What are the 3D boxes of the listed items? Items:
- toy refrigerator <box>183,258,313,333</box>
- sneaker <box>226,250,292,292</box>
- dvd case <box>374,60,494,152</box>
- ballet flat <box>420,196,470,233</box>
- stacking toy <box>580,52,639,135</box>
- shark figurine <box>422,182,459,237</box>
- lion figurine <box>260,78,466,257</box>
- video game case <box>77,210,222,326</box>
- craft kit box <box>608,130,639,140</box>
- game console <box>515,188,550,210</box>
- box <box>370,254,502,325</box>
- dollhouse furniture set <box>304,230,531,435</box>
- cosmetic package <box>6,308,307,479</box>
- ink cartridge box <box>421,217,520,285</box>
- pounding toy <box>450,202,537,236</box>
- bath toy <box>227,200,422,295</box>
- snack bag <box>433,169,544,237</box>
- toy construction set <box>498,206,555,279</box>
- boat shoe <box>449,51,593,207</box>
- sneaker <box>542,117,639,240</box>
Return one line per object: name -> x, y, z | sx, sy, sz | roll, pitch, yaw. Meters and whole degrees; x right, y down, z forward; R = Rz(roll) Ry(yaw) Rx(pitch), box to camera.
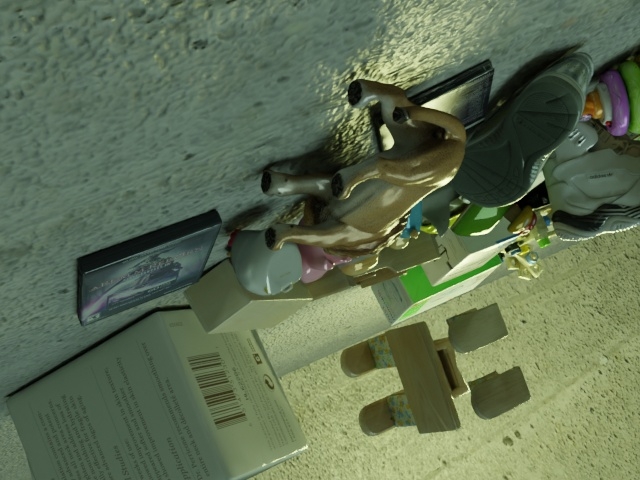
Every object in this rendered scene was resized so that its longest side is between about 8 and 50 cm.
toy refrigerator -> -0.122, 0.093, 1.655 | 0.102, 0.094, 0.269 | -36, 166, 16
sneaker -> -0.088, 0.045, 1.526 | 0.069, 0.084, 0.185 | -29, 168, 15
dvd case -> 0.155, -0.165, 1.286 | 0.164, 0.018, 0.221 | -27, 167, 1
ballet flat -> 0.263, -0.077, 1.767 | 0.077, 0.077, 0.231 | 7, 150, -44
stacking toy -> 0.493, -0.227, 1.476 | 0.301, 0.166, 0.175 | -11, 173, 4
shark figurine -> 0.162, -0.043, 1.603 | 0.278, 0.116, 0.166 | -31, 166, 15
lion figurine -> 0.077, -0.074, 1.174 | 0.240, 0.142, 0.392 | 0, 165, -32
video game case -> -0.250, 0.045, 1.344 | 0.196, 0.026, 0.274 | -21, 168, -20
craft kit box -> 0.609, -0.199, 1.928 | 0.246, 0.061, 0.250 | -27, 168, -10
game console -> 0.623, -0.130, 2.163 | 0.361, 0.044, 0.213 | -18, 177, 44
box -> 0.284, 0.086, 2.372 | 0.262, 0.127, 0.231 | -23, 166, -18
dollhouse furniture set -> 0.147, 0.201, 1.868 | 0.256, 0.394, 0.362 | -16, 176, -37
cosmetic package -> -0.307, 0.353, 1.804 | 0.393, 0.329, 0.327 | -29, 168, 21
ink cartridge box -> 0.318, 0.008, 2.022 | 0.148, 0.086, 0.203 | -20, 165, -23
pounding toy -> 0.334, -0.071, 1.602 | 0.183, 0.110, 0.237 | -42, 170, -47
bath toy -> 0.000, 0.000, 1.450 | 0.348, 0.129, 0.151 | -18, 122, -40
snack bag -> 0.326, -0.056, 2.059 | 0.342, 0.037, 0.323 | -19, 166, -27
toy construction set -> 0.547, -0.012, 2.471 | 0.215, 0.151, 0.328 | -21, 156, -22
boat shoe -> 0.296, -0.155, 1.398 | 0.103, 0.118, 0.320 | -51, 176, -33
sneaker -> 0.526, -0.139, 1.584 | 0.365, 0.210, 0.137 | -19, -169, 40
